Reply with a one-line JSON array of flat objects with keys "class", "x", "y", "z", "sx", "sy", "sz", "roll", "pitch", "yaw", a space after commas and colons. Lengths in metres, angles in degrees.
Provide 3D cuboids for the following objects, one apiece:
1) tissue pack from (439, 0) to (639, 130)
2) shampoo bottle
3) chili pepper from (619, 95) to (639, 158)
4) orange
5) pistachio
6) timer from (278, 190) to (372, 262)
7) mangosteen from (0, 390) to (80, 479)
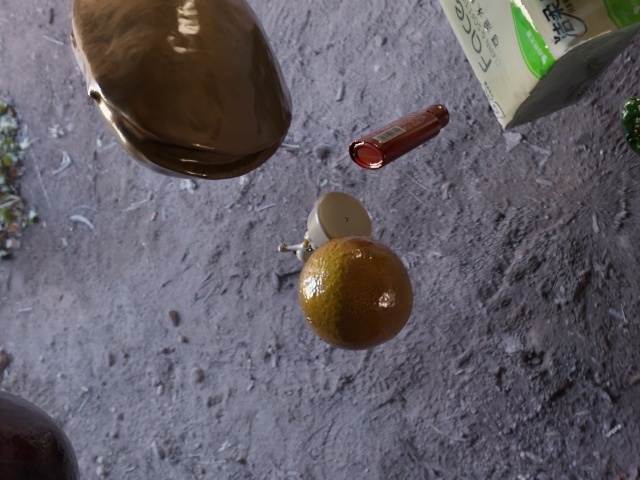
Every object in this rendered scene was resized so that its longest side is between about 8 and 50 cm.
[{"class": "tissue pack", "x": 0.412, "y": -0.484, "z": 1.063, "sx": 0.205, "sy": 0.332, "sz": 0.405, "roll": -21, "pitch": 78, "yaw": -1}, {"class": "shampoo bottle", "x": 0.215, "y": -0.272, "z": 1.347, "sx": 0.118, "sy": 0.314, "sz": 0.076, "roll": 16, "pitch": 128, "yaw": 44}, {"class": "chili pepper", "x": 0.770, "y": -0.257, "z": 1.271, "sx": 0.050, "sy": 0.073, "sz": 0.182, "roll": -26, "pitch": 97, "yaw": -12}, {"class": "orange", "x": 0.083, "y": 0.123, "z": 1.217, "sx": 0.274, "sy": 0.274, "sz": 0.274, "roll": 2, "pitch": 94, "yaw": 27}, {"class": "pistachio", "x": -0.116, "y": -0.151, "z": 0.495, "sx": 0.163, "sy": 0.213, "sz": 0.260, "roll": -60, "pitch": 42, "yaw": 44}, {"class": "timer", "x": 0.000, "y": 0.000, "z": 1.466, "sx": 0.266, "sy": 0.175, "sz": 0.175, "roll": -39, "pitch": 75, "yaw": 48}, {"class": "mangosteen", "x": -0.340, "y": 0.220, "z": 0.428, "sx": 0.265, "sy": 0.228, "sz": 0.228, "roll": 34, "pitch": 112, "yaw": -16}]
